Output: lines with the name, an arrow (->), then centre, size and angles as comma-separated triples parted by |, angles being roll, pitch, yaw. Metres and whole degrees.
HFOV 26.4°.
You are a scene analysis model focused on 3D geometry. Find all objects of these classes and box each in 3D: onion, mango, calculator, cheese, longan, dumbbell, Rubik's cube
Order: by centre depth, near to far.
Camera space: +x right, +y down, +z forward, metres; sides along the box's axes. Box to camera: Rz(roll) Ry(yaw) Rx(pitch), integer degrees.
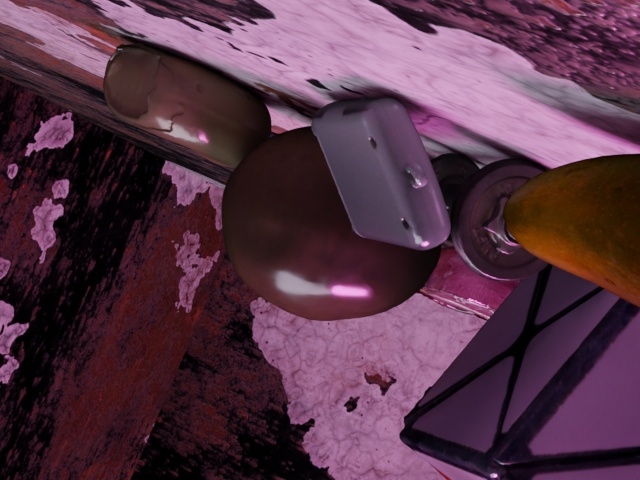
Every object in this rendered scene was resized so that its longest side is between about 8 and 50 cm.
mango -> 0.241, 0.002, 0.874 | 0.267, 0.111, 0.133 | 20, -168, 33
calculator -> 0.052, -0.062, 1.246 | 0.141, 0.045, 0.246 | 67, 169, -9
dumbbell -> 0.142, -0.036, 1.278 | 0.110, 0.110, 0.254 | 24, -175, -20
Rubik's cube -> 0.316, 0.198, 1.419 | 0.305, 0.310, 0.307 | 43, 171, -11
longan -> 0.015, -0.020, 1.495 | 0.248, 0.248, 0.248 | 23, 178, 1
cheese -> -0.139, -0.145, 1.553 | 0.175, 0.091, 0.202 | 23, 178, 44
onion -> 0.298, 0.090, 2.282 | 0.283, 0.120, 0.227 | 27, 175, -10

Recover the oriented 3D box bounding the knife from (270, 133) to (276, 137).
knife -> 0.013, -0.103, 1.875 | 0.244, 0.032, 0.058 | 18, 169, 5
